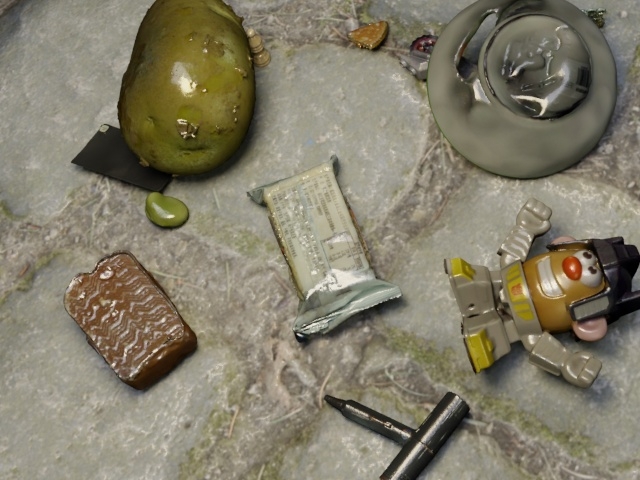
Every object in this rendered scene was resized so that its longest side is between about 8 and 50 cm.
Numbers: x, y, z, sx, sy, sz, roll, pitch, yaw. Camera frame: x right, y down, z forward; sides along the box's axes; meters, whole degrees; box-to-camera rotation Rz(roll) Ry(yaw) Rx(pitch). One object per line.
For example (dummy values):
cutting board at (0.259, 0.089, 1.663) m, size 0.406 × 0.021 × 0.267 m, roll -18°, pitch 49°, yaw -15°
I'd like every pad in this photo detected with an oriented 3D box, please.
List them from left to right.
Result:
pad at (-0.346, -0.153, 1.819) m, size 0.193 × 0.004 × 0.116 m, roll 19°, pitch 53°, yaw 18°

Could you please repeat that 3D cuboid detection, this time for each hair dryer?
hair dryer at (0.105, 0.267, 1.538) m, size 0.195 × 0.050 × 0.173 m, roll 36°, pitch 74°, yaw 27°

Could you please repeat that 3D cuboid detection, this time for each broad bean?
broad bean at (-0.274, -0.052, 1.757) m, size 0.083 × 0.045 × 0.063 m, roll 24°, pitch 53°, yaw 14°

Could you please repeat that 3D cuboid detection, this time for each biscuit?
biscuit at (-0.004, 0.002, 1.659) m, size 0.186 × 0.079 × 0.309 m, roll -24°, pitch 64°, yaw 2°

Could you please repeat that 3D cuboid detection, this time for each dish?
dish at (0.343, -0.271, 1.629) m, size 0.324 × 0.124 × 0.324 m, roll 1°, pitch 82°, yaw -4°

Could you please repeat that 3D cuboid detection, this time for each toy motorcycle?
toy motorcycle at (0.219, -0.272, 1.743) m, size 0.122 × 0.080 × 0.215 m, roll -39°, pitch 61°, yaw -11°

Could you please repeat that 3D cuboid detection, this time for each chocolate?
chocolate at (-0.315, 0.131, 1.652) m, size 0.148 × 0.093 × 0.214 m, roll -37°, pitch 65°, yaw -8°

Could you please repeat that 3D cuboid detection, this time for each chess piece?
chess piece at (-0.118, -0.359, 1.837) m, size 0.035 × 0.092 × 0.035 m, roll -4°, pitch 65°, yaw 9°

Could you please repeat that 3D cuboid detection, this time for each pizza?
pizza at (0.087, -0.376, 1.845) m, size 0.078 × 0.025 × 0.083 m, roll 8°, pitch 49°, yaw 30°

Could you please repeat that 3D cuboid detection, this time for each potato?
potato at (-0.228, -0.297, 1.747) m, size 0.269 × 0.219 × 0.359 m, roll -27°, pitch 51°, yaw 43°

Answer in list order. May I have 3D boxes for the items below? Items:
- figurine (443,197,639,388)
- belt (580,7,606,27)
figurine at (0.343, 0.080, 1.519) m, size 0.308 × 0.143 × 0.308 m, roll -1°, pitch 84°, yaw 8°
belt at (0.403, -0.368, 1.758) m, size 0.179 × 0.065 × 0.100 m, roll 13°, pitch 79°, yaw 16°
